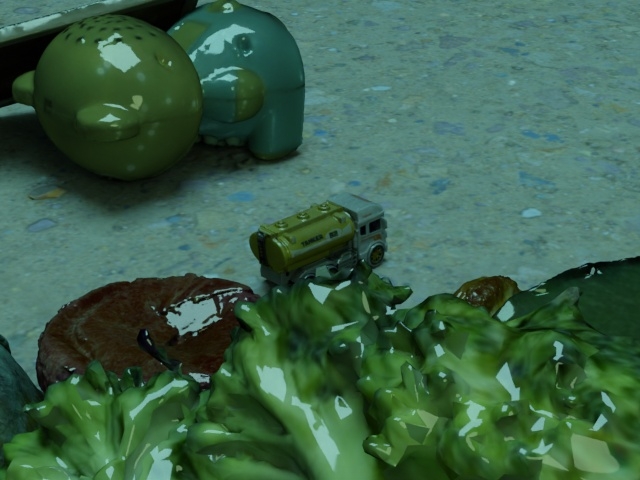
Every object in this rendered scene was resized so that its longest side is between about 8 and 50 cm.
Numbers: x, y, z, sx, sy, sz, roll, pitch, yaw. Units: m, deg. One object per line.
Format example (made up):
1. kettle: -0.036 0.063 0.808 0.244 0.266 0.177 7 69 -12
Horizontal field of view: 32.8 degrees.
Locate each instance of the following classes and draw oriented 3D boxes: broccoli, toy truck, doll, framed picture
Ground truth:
1. broccoli: 0.055 0.190 0.354 0.353 0.275 0.397 -29 25 13
2. toy truck: 0.000 0.000 0.885 0.123 0.063 0.052 -24 35 -38
3. doll: -0.153 -0.148 1.069 0.260 0.161 0.177 -19 34 -37
4. framed picture: -0.275 -0.195 1.136 0.289 0.020 0.211 -19 -5 -18

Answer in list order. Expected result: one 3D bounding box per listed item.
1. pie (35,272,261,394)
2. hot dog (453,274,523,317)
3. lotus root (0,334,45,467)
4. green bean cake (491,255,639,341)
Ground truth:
1. pie: -0.104 0.076 0.751 0.182 0.050 0.182 0 22 0
2. hot dog: 0.127 0.075 0.739 0.099 0.065 0.147 30 36 22
3. lotus root: -0.193 0.113 0.618 0.088 0.113 0.192 -39 34 3
4. green bean cake: 0.221 0.102 0.593 0.222 0.125 0.227 -12 40 -27
